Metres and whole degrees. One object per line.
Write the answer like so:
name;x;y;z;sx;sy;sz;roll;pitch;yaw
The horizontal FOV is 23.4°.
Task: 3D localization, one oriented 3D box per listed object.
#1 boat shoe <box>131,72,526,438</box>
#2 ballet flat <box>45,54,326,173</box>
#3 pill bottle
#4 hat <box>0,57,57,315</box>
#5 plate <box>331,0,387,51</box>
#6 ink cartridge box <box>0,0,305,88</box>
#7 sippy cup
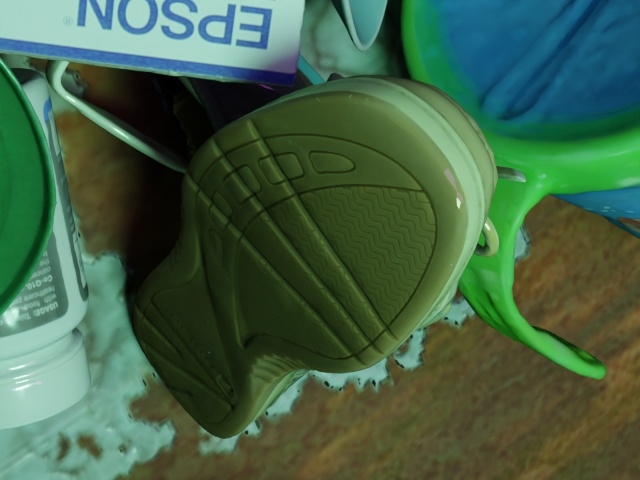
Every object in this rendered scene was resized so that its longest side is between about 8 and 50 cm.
boat shoe;0.000;0.000;0.627;0.089;0.285;0.104;-34;88;-28
ballet flat;-0.088;-0.110;0.638;0.096;0.095;0.280;-41;120;-5
pill bottle;-0.139;0.003;0.638;0.078;0.078;0.137;-18;110;-28
hat;-0.199;0.032;0.500;0.173;0.183;0.208;40;116;-21
plate;0.012;-0.175;0.659;0.024;0.188;0.188;3;103;10
ink cartridge box;-0.135;-0.219;0.502;0.303;0.072;0.307;7;119;-6
sippy cup;0.194;-0.090;0.753;0.305;0.240;0.224;-31;137;22
